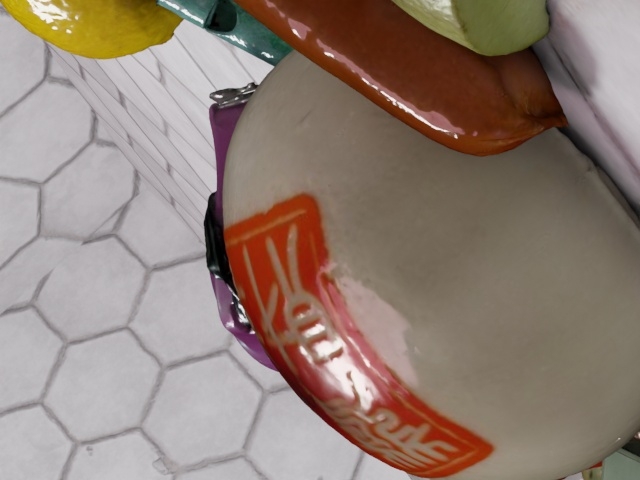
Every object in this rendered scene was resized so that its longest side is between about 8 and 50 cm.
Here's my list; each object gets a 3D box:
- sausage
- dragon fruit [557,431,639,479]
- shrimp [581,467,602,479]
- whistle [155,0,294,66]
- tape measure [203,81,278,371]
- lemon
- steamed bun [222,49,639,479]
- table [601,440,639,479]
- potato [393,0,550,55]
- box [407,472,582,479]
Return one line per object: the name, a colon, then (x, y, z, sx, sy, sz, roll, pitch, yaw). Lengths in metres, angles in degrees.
sausage: (0.003, -0.160, 1.084, 0.348, 0.094, 0.097, 40, -156, 13)
dragon fruit: (0.228, 0.144, 1.410, 0.192, 0.122, 0.092, -11, 139, 38)
shrimp: (0.255, 0.199, 1.517, 0.254, 0.059, 0.145, 79, -170, -73)
whistle: (-0.051, -0.174, 1.492, 0.186, 0.039, 0.039, 28, 173, -2)
tape measure: (0.000, 0.000, 1.517, 0.149, 0.231, 0.245, -13, 161, 35)
lemon: (-0.208, -0.264, 1.554, 0.256, 0.188, 0.188, 47, 175, -36)
steamed bun: (0.071, 0.027, 1.263, 0.374, 0.241, 0.374, 50, 172, 10)
table: (0.293, 0.213, 1.206, 0.240, 0.122, 0.111, -165, 78, -77)
potato: (0.053, -0.163, 0.992, 0.149, 0.081, 0.120, 44, 169, 30)
box: (0.120, 0.136, 1.753, 0.333, 0.173, 0.145, 51, 170, -19)
